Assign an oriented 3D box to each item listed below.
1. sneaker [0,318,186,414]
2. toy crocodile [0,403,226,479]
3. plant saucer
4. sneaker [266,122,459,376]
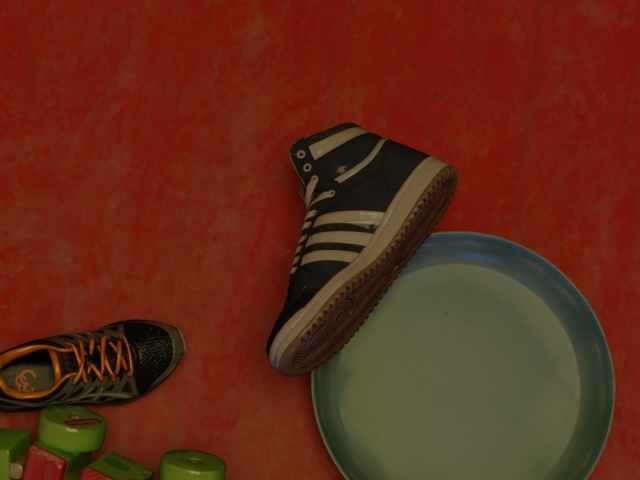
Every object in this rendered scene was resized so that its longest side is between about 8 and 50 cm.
[{"bbox_3d":[-0.237,0.126,1.709,0.215,0.083,0.084,-15,78,-12],"label":"sneaker"},{"bbox_3d":[-0.191,0.246,1.641,0.340,0.105,0.115,17,104,13],"label":"toy crocodile"},{"bbox_3d":[0.145,0.149,1.779,0.317,0.044,0.318,2,77,-8],"label":"plant saucer"},{"bbox_3d":[0.000,0.000,1.734,0.153,0.099,0.282,31,66,21],"label":"sneaker"}]
